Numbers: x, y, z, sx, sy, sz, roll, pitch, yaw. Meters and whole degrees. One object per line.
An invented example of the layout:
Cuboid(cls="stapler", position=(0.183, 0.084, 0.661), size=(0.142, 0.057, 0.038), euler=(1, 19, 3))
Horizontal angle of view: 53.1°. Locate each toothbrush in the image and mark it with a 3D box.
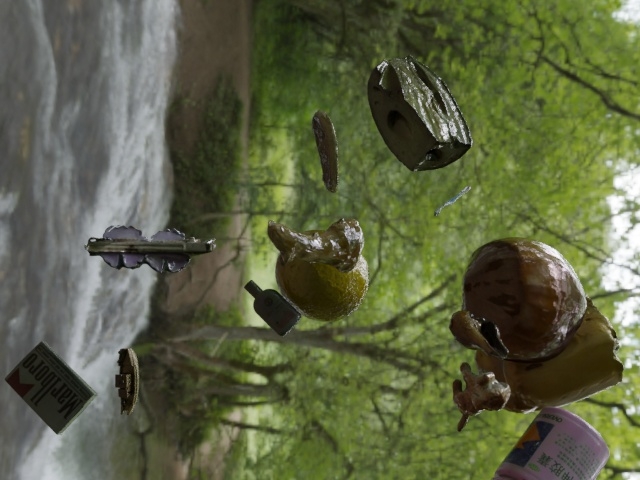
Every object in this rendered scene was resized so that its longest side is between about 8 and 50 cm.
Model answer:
Cuboid(cls="toothbrush", position=(0.356, -0.109, 1.723), size=(0.162, 0.014, 0.017), euler=(-36, 149, -31))

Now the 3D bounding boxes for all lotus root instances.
Cuboid(cls="lotus root", position=(0.256, -0.336, 1.735), size=(0.314, 0.210, 0.142), euler=(65, -33, 14))

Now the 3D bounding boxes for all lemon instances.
Cuboid(cls="lemon", position=(0.006, 0.095, 1.744), size=(0.267, 0.267, 0.268), euler=(-2, 90, -89))

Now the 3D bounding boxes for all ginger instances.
Cuboid(cls="ginger", position=(0.000, 0.000, 1.457), size=(0.086, 0.294, 0.131), euler=(16, -87, 45))

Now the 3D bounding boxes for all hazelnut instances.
Cuboid(cls="hazelnut", position=(0.547, 0.160, 1.747), size=(0.315, 0.372, 0.373), euler=(146, -57, -73))

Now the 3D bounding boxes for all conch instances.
Cuboid(cls="conch", position=(0.363, 0.220, 1.472), size=(0.232, 0.086, 0.080), euler=(31, -30, 53))

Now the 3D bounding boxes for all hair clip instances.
Cuboid(cls="hair clip", position=(-0.375, 0.020, 1.435), size=(0.084, 0.291, 0.106), euler=(176, -85, -65))

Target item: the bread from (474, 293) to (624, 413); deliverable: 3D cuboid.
Cuboid(cls="bread", position=(0.674, 0.352, 1.953), size=(0.361, 0.394, 0.250), euler=(-106, 172, -60))

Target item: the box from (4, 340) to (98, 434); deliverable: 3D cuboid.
Cuboid(cls="box", position=(-0.590, 0.323, 1.406), size=(0.115, 0.177, 0.036), euler=(-47, 168, -10))

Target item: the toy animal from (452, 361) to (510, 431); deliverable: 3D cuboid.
Cuboid(cls="toy animal", position=(0.408, 0.419, 1.631), size=(0.185, 0.104, 0.184), euler=(180, -77, -75))

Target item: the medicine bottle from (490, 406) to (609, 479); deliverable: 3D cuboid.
Cuboid(cls="medicine bottle", position=(0.496, 0.535, 1.437), size=(0.290, 0.178, 0.178), euler=(-41, 155, -24))

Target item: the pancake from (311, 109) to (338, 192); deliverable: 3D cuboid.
Cuboid(cls="pancake", position=(0.010, -0.168, 1.201), size=(0.158, 0.028, 0.158), euler=(169, -90, -83))

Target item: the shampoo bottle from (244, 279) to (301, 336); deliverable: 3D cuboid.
Cuboid(cls="shampoo bottle", position=(-0.130, 0.168, 1.658), size=(0.165, 0.080, 0.040), euler=(44, -14, 9))

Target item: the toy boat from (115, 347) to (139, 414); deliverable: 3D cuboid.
Cuboid(cls="toy boat", position=(-0.605, 0.439, 1.996), size=(0.072, 0.064, 0.206), euler=(0, 89, -73))
